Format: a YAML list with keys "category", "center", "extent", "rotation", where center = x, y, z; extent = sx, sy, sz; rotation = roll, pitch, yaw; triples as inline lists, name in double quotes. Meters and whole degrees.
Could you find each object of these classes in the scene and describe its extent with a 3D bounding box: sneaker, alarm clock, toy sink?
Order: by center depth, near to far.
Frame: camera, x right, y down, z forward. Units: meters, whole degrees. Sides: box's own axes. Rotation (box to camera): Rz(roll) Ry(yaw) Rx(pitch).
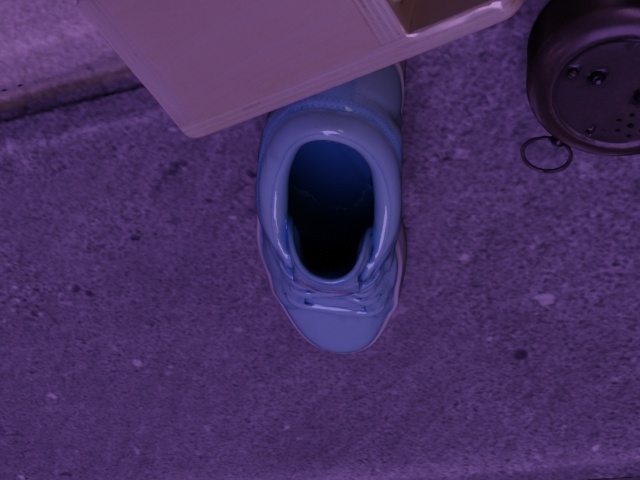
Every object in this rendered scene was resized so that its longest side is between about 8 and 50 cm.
- category: "toy sink"
  center: [-0.007, -0.187, 0.638]
  extent: [0.234, 0.152, 0.131]
  rotation: [-16, 131, 29]
- category: "alarm clock"
  center: [0.202, -0.106, 0.747]
  extent: [0.129, 0.064, 0.192]
  rotation: [22, 140, -11]
- category: "sneaker"
  center: [0.000, 0.000, 0.841]
  extent: [0.135, 0.150, 0.365]
  rotation: [5, 138, 10]
